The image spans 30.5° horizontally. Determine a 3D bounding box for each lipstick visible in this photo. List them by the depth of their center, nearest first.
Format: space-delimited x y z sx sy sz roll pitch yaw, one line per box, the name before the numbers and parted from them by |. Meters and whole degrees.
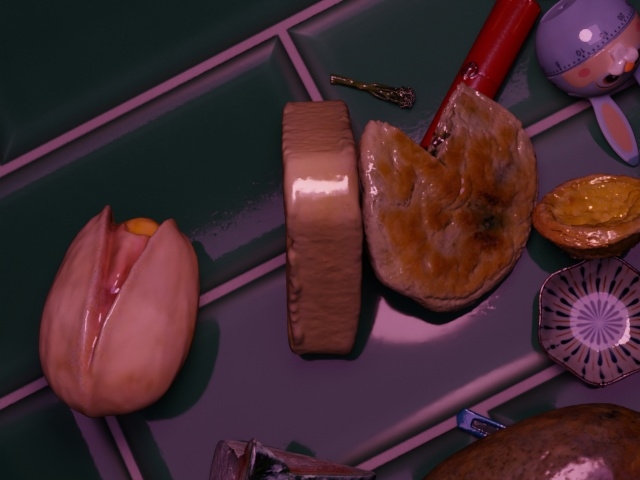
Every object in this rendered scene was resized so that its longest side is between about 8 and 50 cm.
lipstick | 0.241 -0.245 1.768 0.073 0.073 0.280 27 83 10

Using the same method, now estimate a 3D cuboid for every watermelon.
watermelon | -0.055 0.340 1.645 0.289 0.320 0.214 -15 49 -27

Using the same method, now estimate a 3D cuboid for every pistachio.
pistachio | -0.290 0.106 1.682 0.229 0.230 0.309 10 73 7

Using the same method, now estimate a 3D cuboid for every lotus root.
lotus root | 0.314 0.345 1.558 0.346 0.250 0.250 -24 79 6

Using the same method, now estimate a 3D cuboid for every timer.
timer | 0.424 -0.252 1.706 0.175 0.175 0.255 -40 80 -2

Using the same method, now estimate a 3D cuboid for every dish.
dish | 0.402 0.116 1.691 0.190 0.066 0.191 -1 81 7

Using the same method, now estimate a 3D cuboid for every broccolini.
broccolini | 0.079 -0.235 1.800 0.139 0.035 0.030 17 79 10

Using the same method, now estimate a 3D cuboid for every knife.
knife | 0.332 0.314 1.684 0.296 0.026 0.044 22 95 8

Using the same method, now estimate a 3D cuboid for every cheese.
cheese | 0.000 0.000 1.661 0.104 0.384 0.384 -1 80 -2

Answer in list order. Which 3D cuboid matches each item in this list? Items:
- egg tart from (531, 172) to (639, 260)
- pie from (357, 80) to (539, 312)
egg tart | 0.395 -0.029 1.684 0.191 0.191 0.074 -8 119 4
pie | 0.187 -0.057 1.671 0.337 0.075 0.338 1 88 -31
